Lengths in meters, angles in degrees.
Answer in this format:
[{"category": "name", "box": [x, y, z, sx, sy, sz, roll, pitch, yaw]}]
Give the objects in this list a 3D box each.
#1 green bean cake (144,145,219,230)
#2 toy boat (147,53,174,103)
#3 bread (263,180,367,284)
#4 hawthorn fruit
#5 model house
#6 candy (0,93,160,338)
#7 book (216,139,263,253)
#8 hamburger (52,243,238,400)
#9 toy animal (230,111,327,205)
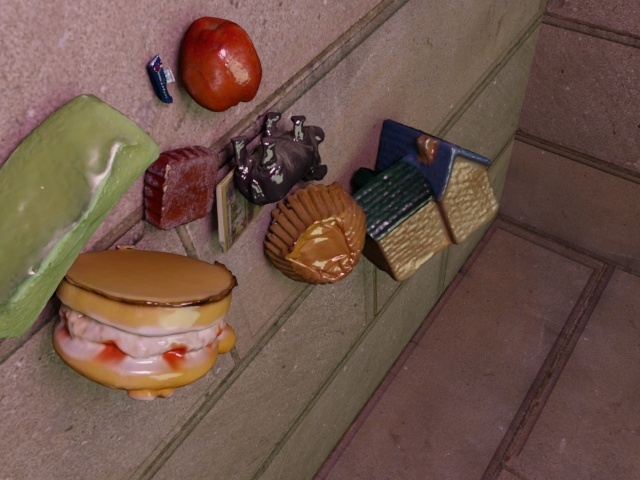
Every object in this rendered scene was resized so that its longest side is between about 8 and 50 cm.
[{"category": "green bean cake", "box": [-0.245, -0.095, 1.008, 0.135, 0.056, 0.136, -24, 135, -52]}, {"category": "toy boat", "box": [-0.241, -0.248, 0.886, 0.038, 0.038, 0.083, -47, 150, -30]}, {"category": "bread", "box": [0.000, 0.000, 1.390, 0.274, 0.149, 0.274, -16, 132, -18]}, {"category": "hawthorn fruit", "box": [-0.158, -0.278, 0.906, 0.133, 0.133, 0.138, -48, 142, -28]}, {"category": "model house", "box": [0.234, -0.140, 1.621, 0.382, 0.334, 0.343, -41, 131, -10]}, {"category": "candy", "box": [-0.364, -0.033, 0.761, 0.343, 0.142, 0.132, -55, 169, -11]}, {"category": "book", "box": [-0.158, -0.090, 1.173, 0.192, 0.013, 0.168, -58, 159, -47]}, {"category": "hamburger", "box": [-0.268, 0.126, 0.926, 0.302, 0.261, 0.186, -19, 123, -59]}, {"category": "toy animal", "box": [-0.062, -0.177, 1.186, 0.343, 0.106, 0.168, -34, 130, -63]}]
